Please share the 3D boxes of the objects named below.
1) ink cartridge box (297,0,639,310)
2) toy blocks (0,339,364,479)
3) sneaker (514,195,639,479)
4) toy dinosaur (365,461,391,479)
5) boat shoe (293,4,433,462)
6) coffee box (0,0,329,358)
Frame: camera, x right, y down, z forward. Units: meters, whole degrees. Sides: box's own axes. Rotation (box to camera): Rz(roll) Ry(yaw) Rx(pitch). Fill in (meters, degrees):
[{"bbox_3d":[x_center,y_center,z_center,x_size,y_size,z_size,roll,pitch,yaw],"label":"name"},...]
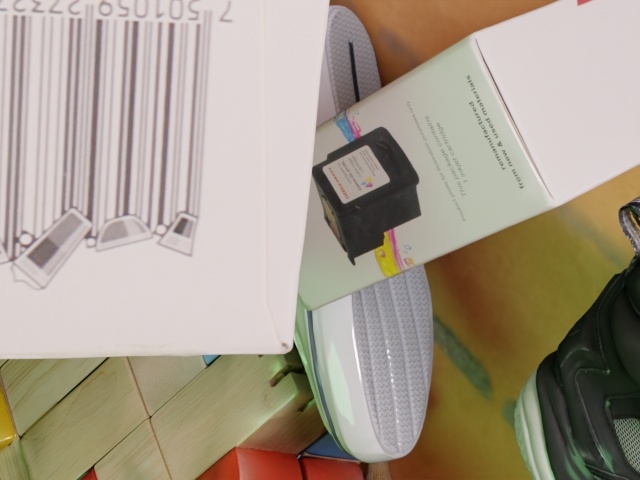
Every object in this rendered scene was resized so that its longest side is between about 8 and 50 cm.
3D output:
[{"bbox_3d":[0.069,-0.042,0.700,0.175,0.127,0.072,-27,89,54],"label":"ink cartridge box"},{"bbox_3d":[-0.068,0.110,0.906,0.261,0.191,0.381,-41,55,27],"label":"toy blocks"},{"bbox_3d":[0.192,0.096,0.638,0.268,0.101,0.153,42,137,31],"label":"sneaker"},{"bbox_3d":[0.027,0.183,0.946,0.092,0.053,0.183,-4,93,34],"label":"toy dinosaur"},{"bbox_3d":[0.000,0.000,0.812,0.076,0.083,0.226,-15,71,31],"label":"boat shoe"},{"bbox_3d":[-0.200,-0.155,0.670,0.334,0.338,0.338,-147,60,-66],"label":"coffee box"}]
